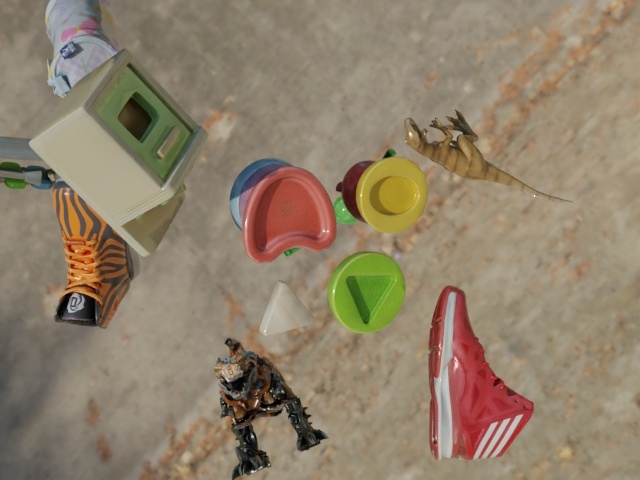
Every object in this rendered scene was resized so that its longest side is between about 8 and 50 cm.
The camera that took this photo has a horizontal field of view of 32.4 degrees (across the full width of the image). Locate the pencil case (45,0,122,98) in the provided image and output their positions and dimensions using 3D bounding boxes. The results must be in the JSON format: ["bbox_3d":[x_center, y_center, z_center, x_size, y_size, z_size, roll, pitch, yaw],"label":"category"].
[{"bbox_3d":[-0.391,-0.325,1.811,0.124,0.113,0.273,-37,34,11],"label":"pencil case"}]

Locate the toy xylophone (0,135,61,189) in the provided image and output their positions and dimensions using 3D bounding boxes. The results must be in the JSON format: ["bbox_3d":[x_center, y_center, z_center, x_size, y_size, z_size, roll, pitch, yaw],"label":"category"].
[{"bbox_3d":[-0.642,-0.138,2.097,0.236,0.322,0.081,-120,39,-64],"label":"toy xylophone"}]

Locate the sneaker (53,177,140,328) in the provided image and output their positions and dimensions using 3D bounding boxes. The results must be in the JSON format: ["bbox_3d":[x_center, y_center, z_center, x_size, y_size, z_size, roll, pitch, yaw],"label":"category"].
[{"bbox_3d":[-0.393,0.043,1.875,0.124,0.321,0.180,6,56,15],"label":"sneaker"}]

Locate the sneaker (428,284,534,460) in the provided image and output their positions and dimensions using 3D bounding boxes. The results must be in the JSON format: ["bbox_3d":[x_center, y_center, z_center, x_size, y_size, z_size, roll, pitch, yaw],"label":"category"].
[{"bbox_3d":[0.205,0.170,1.402,0.087,0.128,0.221,111,163,-83],"label":"sneaker"}]

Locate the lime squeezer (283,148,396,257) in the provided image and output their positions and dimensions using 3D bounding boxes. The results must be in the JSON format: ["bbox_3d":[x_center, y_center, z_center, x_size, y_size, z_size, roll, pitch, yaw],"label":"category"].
[{"bbox_3d":[0.058,-0.066,1.977,0.310,0.059,0.110,-43,3,33],"label":"lime squeezer"}]

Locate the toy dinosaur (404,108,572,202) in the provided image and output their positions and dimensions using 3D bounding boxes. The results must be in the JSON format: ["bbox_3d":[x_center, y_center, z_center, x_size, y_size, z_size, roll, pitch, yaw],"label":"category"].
[{"bbox_3d":[0.177,-0.089,1.278,0.064,0.211,0.112,-60,22,31],"label":"toy dinosaur"}]

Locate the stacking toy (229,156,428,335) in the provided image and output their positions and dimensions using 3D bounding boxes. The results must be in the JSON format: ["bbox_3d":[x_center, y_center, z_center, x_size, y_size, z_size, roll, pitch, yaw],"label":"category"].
[{"bbox_3d":[0.000,0.000,1.732,0.130,0.308,0.280,-155,66,-62],"label":"stacking toy"}]

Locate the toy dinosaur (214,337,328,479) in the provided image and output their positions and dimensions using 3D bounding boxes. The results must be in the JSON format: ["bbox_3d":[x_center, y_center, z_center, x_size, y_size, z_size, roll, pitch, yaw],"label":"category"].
[{"bbox_3d":[-0.095,0.264,1.854,0.164,0.218,0.322,-30,-14,22],"label":"toy dinosaur"}]

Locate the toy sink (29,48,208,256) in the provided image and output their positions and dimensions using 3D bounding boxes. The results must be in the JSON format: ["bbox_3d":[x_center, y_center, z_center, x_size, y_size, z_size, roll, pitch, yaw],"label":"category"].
[{"bbox_3d":[-0.253,-0.119,1.523,0.131,0.234,0.153,-25,27,35],"label":"toy sink"}]
